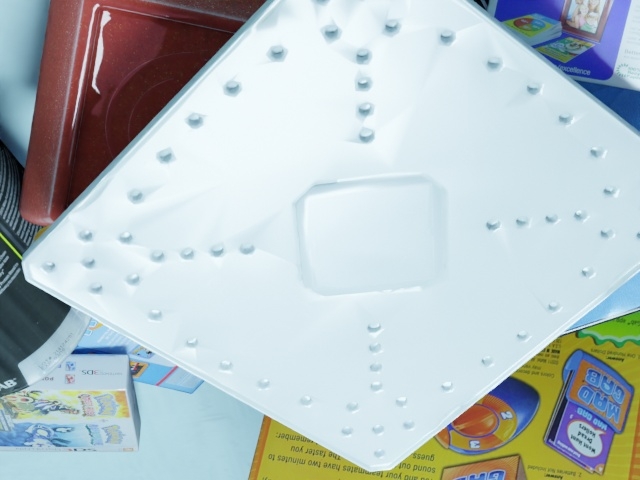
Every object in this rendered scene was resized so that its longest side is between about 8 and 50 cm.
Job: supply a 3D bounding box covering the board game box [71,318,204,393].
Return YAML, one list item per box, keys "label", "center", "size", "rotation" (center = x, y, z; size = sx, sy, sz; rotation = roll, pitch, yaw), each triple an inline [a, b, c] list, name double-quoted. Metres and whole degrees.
- label: "board game box"
  center: [-0.190, 0.090, 1.643]
  size: [0.212, 0.039, 0.160]
  rotation: [15, 139, -30]

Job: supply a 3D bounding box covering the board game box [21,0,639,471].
- label: "board game box"
  center: [0.036, -0.017, 1.220]
  size: [0.390, 0.050, 0.390]
  rotation: [33, 119, -29]

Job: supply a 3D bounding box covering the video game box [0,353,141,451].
- label: "video game box"
  center: [-0.294, 0.179, 1.700]
  size: [0.187, 0.048, 0.205]
  rotation: [-2, 154, -3]

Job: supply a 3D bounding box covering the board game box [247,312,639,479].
- label: "board game box"
  center: [0.151, 0.254, 1.547]
  size: [0.357, 0.356, 0.356]
  rotation: [7, 155, 17]

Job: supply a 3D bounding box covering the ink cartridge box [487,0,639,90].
- label: "ink cartridge box"
  center: [0.236, -0.212, 1.152]
  size: [0.206, 0.045, 0.208]
  rotation: [10, 121, 1]

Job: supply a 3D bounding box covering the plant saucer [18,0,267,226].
- label: "plant saucer"
  center: [-0.098, -0.092, 1.237]
  size: [0.259, 0.047, 0.258]
  rotation: [11, 119, -6]

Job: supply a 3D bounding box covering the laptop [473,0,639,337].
- label: "laptop"
  center: [0.182, -0.137, 1.234]
  size: [0.382, 0.236, 0.408]
  rotation: [-20, 143, 15]

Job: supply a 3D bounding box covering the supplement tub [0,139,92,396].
- label: "supplement tub"
  center: [-0.337, -0.013, 1.342]
  size: [0.194, 0.193, 0.316]
  rotation: [-16, 144, 11]
